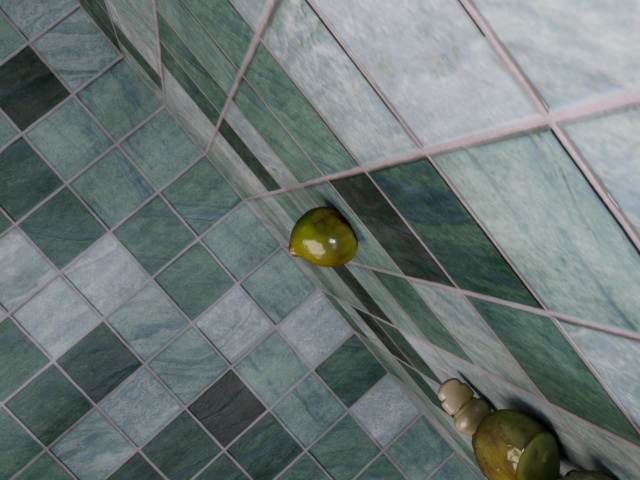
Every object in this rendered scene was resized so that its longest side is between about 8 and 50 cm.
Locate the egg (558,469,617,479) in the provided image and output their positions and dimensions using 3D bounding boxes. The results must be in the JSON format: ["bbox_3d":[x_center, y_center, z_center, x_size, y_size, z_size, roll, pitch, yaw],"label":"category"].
[{"bbox_3d":[0.435,0.458,1.031,0.201,0.164,0.164,10,-154,-48],"label":"egg"}]

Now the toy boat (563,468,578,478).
[{"bbox_3d":[0.419,0.503,1.158,0.093,0.246,0.103,-160,53,-73],"label":"toy boat"}]

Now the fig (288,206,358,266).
[{"bbox_3d":[0.009,-0.007,1.341,0.153,0.121,0.136,-12,116,54],"label":"fig"}]

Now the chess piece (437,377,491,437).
[{"bbox_3d":[0.416,0.478,1.443,0.397,0.117,0.117,48,172,19],"label":"chess piece"}]

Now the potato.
[{"bbox_3d":[0.379,0.420,1.243,0.176,0.141,0.298,37,168,26],"label":"potato"}]
